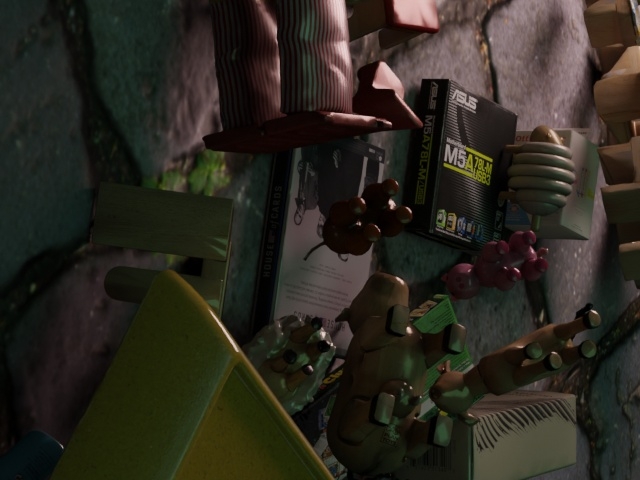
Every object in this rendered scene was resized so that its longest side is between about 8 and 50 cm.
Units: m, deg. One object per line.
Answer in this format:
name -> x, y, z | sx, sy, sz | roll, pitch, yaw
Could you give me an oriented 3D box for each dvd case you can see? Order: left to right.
dvd case -> 0.000, 0.000, 1.947 | 0.179, 0.030, 0.238 | 18, 78, -56

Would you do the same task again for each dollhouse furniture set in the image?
dollhouse furniture set -> -0.151, 0.033, 1.724 | 0.151, 0.123, 0.144 | 107, -9, -84
dollhouse furniture set -> 0.035, -0.195, 1.842 | 0.374, 0.152, 0.201 | -2, 84, -56
dollhouse furniture set -> 0.511, -0.119, 2.410 | 0.394, 0.256, 0.362 | 64, 21, -51

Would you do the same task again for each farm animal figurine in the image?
farm animal figurine -> 0.096, 0.115, 1.897 | 0.330, 0.172, 0.326 | 36, 61, -12

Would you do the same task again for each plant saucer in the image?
plant saucer -> -0.101, 0.251, 1.586 | 0.333, 0.081, 0.332 | 57, 49, -43

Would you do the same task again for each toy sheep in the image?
toy sheep -> 0.266, -0.075, 2.214 | 0.091, 0.091, 0.132 | 10, 84, -56

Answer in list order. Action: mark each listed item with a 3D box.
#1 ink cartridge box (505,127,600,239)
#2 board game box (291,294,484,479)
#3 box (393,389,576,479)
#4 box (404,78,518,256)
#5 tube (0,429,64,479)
ink cartridge box -> 0.294, -0.080, 2.326 | 0.090, 0.092, 0.143 | 22, 73, -55
board game box -> 0.070, 0.180, 2.001 | 0.260, 0.030, 0.136 | -34, 111, -34
box -> 0.203, 0.241, 2.201 | 0.275, 0.113, 0.094 | -4, 95, -58
box -> 0.170, -0.084, 2.182 | 0.191, 0.045, 0.184 | 19, 79, -57
tube -> -0.291, 0.242, 1.517 | 0.207, 0.052, 0.080 | -45, 125, -38
